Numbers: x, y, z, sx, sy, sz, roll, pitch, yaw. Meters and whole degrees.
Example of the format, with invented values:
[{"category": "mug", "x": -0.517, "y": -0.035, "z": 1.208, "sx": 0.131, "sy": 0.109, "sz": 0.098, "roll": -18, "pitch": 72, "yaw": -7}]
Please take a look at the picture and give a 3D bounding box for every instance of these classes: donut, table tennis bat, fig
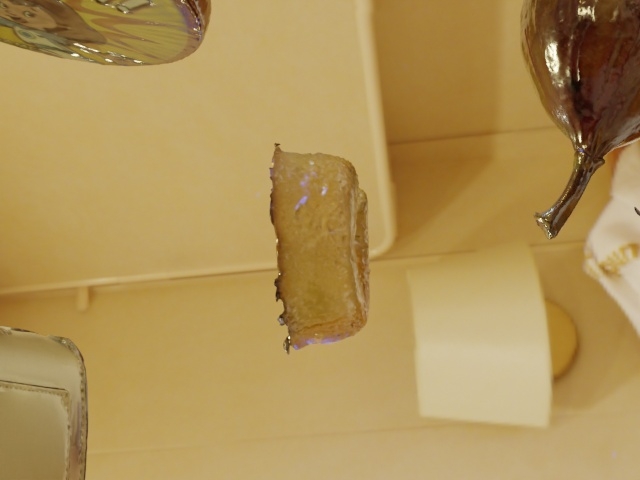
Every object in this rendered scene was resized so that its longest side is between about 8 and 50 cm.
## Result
[{"category": "donut", "x": 0.001, "y": 0.011, "z": 0.691, "sx": 0.181, "sy": 0.078, "sz": 0.146, "roll": 82, "pitch": -175, "yaw": -81}, {"category": "table tennis bat", "x": -0.190, "y": -0.183, "z": 0.541, "sx": 0.414, "sy": 0.268, "sz": 0.051, "roll": 161, "pitch": 123, "yaw": -76}, {"category": "fig", "x": 0.294, "y": -0.147, "z": 0.954, "sx": 0.217, "sy": 0.216, "sz": 0.321, "roll": 61, "pitch": -134, "yaw": -77}]

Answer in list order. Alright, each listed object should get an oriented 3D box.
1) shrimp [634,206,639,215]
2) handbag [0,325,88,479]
[{"category": "shrimp", "x": 0.198, "y": 0.026, "z": 0.375, "sx": 0.190, "sy": 0.074, "sz": 0.073, "roll": 38, "pitch": 150, "yaw": 52}, {"category": "handbag", "x": -0.313, "y": 0.150, "z": 0.601, "sx": 0.358, "sy": 0.160, "sz": 0.237, "roll": 35, "pitch": -121, "yaw": -64}]
